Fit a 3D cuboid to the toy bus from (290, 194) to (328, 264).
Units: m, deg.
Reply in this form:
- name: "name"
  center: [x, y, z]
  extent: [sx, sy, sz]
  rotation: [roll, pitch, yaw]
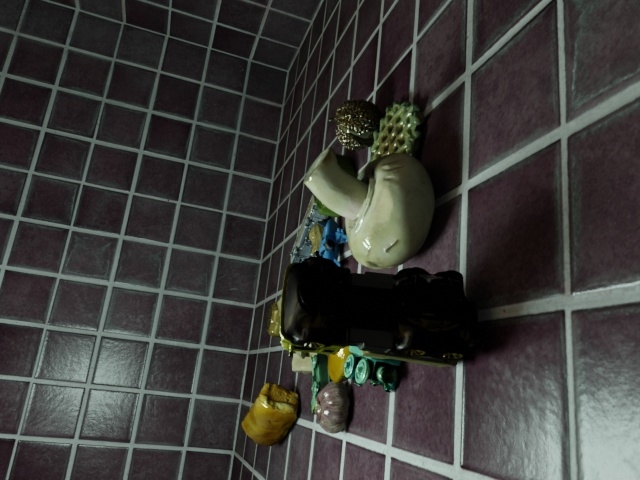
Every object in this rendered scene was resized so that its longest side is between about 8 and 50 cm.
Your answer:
- name: "toy bus"
  center: [-0.049, -0.034, 2.260]
  extent: [0.138, 0.097, 0.343]
  rotation: [-100, 27, -56]

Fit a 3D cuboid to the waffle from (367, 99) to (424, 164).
- name: "waffle"
  center: [0.226, -0.285, 1.570]
  extent: [0.309, 0.056, 0.292]
  rotation: [-139, 61, -71]

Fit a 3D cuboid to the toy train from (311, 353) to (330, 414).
- name: "toy train"
  center: [0.002, 0.493, 1.772]
  extent: [0.200, 0.083, 0.132]
  rotation: [-93, 14, -48]

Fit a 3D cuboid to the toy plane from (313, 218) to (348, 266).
- name: "toy plane"
  center: [0.036, 0.021, 1.941]
  extent: [0.254, 0.104, 0.272]
  rotation: [-44, 40, 41]

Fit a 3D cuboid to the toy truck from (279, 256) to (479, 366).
- name: "toy truck"
  center: [0.112, 0.164, 1.061]
  extent: [0.254, 0.404, 0.181]
  rotation: [111, 164, -63]

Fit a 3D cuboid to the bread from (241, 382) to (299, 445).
- name: "bread"
  center: [-0.214, 0.748, 2.140]
  extent: [0.149, 0.195, 0.344]
  rotation: [-67, 2, -49]

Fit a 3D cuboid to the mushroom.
- name: "mushroom"
  center: [0.161, -0.109, 1.353]
  extent: [0.356, 0.314, 0.315]
  rotation: [63, 156, 6]

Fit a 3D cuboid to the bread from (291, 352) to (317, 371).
- name: "bread"
  center: [-0.027, 0.479, 1.981]
  extent: [0.152, 0.105, 0.078]
  rotation: [-10, 65, 39]

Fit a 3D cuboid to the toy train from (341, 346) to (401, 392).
- name: "toy train"
  center: [0.142, 0.312, 1.372]
  extent: [0.203, 0.112, 0.163]
  rotation: [166, 120, -72]

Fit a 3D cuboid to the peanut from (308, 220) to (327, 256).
- name: "peanut"
  center: [0.000, 0.000, 2.090]
  extent: [0.083, 0.093, 0.194]
  rotation: [-29, 43, 33]

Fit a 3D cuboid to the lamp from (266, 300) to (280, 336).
- name: "lamp"
  center: [-0.128, 0.335, 2.130]
  extent: [0.161, 0.184, 0.162]
  rotation: [-170, 90, -76]

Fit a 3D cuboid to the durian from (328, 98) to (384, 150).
- name: "durian"
  center: [0.123, -0.405, 1.768]
  extent: [0.167, 0.195, 0.196]
  rotation: [-81, 12, -51]

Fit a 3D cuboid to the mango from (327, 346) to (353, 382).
- name: "mango"
  center: [0.077, 0.346, 1.547]
  extent: [0.147, 0.109, 0.228]
  rotation: [-85, 13, -64]

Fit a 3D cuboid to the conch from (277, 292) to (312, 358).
- name: "conch"
  center: [-0.032, 0.271, 1.864]
  extent: [0.263, 0.186, 0.324]
  rotation: [-56, 42, 40]

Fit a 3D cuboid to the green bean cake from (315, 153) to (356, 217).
- name: "green bean cake"
  center: [0.054, -0.219, 2.009]
  extent: [0.214, 0.113, 0.201]
  rotation: [-98, 26, -47]

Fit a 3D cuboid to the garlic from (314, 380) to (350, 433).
- name: "garlic"
  center: [0.033, 0.527, 1.601]
  extent: [0.147, 0.101, 0.159]
  rotation: [-163, 84, -72]
